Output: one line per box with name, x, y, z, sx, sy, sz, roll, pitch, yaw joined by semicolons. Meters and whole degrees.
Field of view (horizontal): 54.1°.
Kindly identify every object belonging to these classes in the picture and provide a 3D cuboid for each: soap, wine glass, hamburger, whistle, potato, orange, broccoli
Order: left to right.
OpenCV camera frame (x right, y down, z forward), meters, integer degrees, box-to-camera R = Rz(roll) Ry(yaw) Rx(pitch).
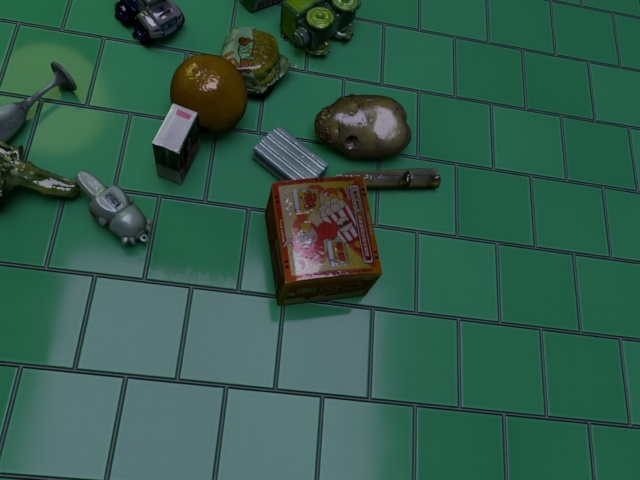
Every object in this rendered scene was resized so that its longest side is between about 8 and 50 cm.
wine glass;-0.890;-0.413;1.744;0.264;0.096;0.309;37;67;14
broccoli;-0.792;-0.173;1.656;0.274;0.177;0.198;2;28;-40
whistle;-0.551;-0.086;1.658;0.253;0.106;0.102;45;29;-3
orange;-0.313;-0.410;1.764;0.236;0.236;0.237;4;68;-9
hamburger;-0.192;-0.547;1.897;0.235;0.125;0.214;12;68;6
soap;-0.088;-0.231;1.826;0.198;0.066;0.119;39;65;6
potato;0.127;-0.342;1.874;0.296;0.141;0.192;2;84;-11
whistle;0.199;-0.183;1.869;0.326;0.057;0.068;-3;24;-12

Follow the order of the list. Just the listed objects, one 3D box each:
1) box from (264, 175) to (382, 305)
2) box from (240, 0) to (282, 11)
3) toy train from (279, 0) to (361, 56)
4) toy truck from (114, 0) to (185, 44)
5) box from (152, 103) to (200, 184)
box;0.000;0.000;1.673;0.259;0.214;0.284;-6;70;-11
box;-0.145;-0.853;2.006;0.250;0.180;0.103;-28;80;-21
toy train;0.001;-0.718;1.993;0.271;0.159;0.188;-41;74;-22
toy truck;-0.519;-0.718;1.880;0.213;0.177;0.161;45;66;9
box;-0.390;-0.259;1.707;0.081;0.199;0.135;23;68;-3
